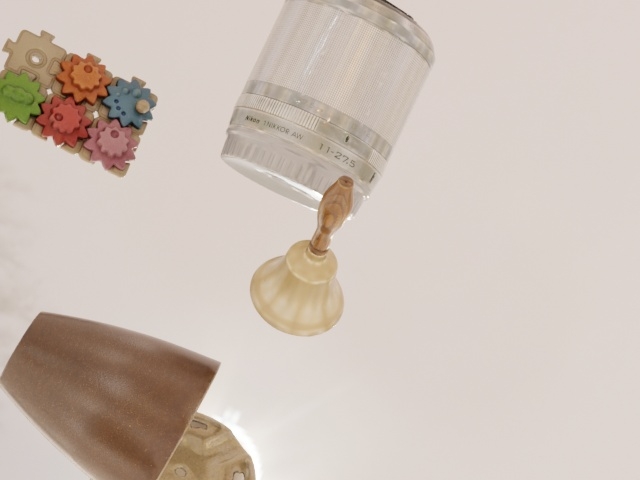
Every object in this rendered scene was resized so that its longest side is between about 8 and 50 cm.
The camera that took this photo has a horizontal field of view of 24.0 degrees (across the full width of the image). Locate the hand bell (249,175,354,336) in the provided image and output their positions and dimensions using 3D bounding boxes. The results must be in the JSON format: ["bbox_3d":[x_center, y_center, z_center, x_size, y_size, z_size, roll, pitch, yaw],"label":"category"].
[{"bbox_3d":[0.000,0.000,1.852,0.126,0.126,0.242,26,-40,3],"label":"hand bell"}]

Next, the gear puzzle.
[{"bbox_3d":[-0.416,-0.241,2.300,0.339,0.175,0.044,26,-28,-12],"label":"gear puzzle"}]

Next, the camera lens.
[{"bbox_3d":[0.012,-0.192,2.019,0.219,0.274,0.219,25,-6,3],"label":"camera lens"}]

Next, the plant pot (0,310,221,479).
[{"bbox_3d":[-0.277,0.191,1.887,0.230,0.215,0.215,29,-22,-4],"label":"plant pot"}]

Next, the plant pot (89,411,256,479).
[{"bbox_3d":[-0.236,0.424,2.246,0.334,0.334,0.305,25,-49,4],"label":"plant pot"}]
